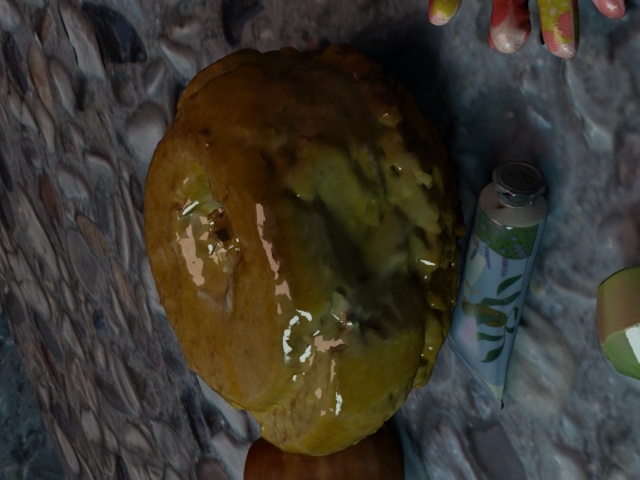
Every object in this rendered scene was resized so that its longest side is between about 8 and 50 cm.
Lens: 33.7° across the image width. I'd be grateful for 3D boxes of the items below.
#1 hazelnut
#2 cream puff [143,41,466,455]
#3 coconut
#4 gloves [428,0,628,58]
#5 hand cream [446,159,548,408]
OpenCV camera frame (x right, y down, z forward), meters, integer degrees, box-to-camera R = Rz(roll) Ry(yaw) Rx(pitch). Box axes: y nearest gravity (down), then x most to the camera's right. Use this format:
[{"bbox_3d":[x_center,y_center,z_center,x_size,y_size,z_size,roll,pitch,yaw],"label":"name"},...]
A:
[{"bbox_3d":[0.014,0.260,1.137,0.182,0.182,0.182,36,138,40],"label":"hazelnut"},{"bbox_3d":[0.000,0.000,0.907,0.343,0.231,0.327,54,143,31],"label":"cream puff"},{"bbox_3d":[0.234,0.063,0.742,0.083,0.082,0.081,-48,36,48],"label":"coconut"},{"bbox_3d":[0.104,-0.226,0.710,0.241,0.126,0.145,25,153,0],"label":"gloves"},{"bbox_3d":[0.149,0.040,0.891,0.088,0.055,0.256,48,152,34],"label":"hand cream"}]
